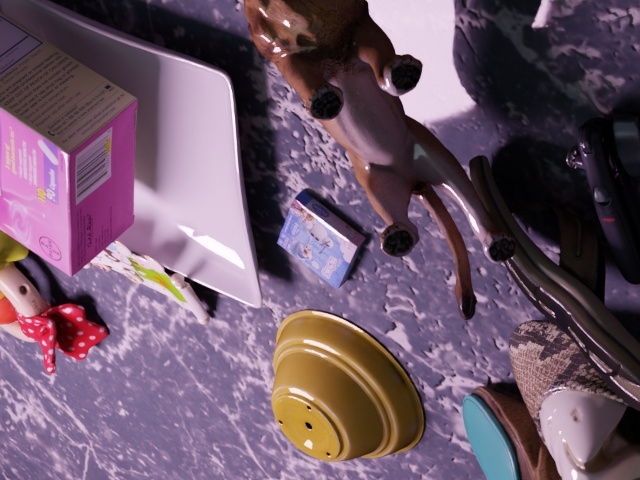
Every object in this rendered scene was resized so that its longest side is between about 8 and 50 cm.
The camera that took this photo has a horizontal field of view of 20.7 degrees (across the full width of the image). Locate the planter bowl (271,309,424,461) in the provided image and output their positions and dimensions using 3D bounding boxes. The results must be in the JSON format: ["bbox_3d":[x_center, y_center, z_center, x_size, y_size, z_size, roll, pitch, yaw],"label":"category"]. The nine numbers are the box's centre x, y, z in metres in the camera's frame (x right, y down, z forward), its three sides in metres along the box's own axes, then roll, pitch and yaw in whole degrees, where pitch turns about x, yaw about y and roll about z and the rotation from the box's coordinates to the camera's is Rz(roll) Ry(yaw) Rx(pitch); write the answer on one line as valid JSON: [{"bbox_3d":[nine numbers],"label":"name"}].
[{"bbox_3d":[0.009,0.195,2.070,0.217,0.090,0.217,28,142,24],"label":"planter bowl"}]

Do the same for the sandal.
[{"bbox_3d":[0.243,0.034,1.654,0.303,0.086,0.120,50,176,23],"label":"sandal"}]

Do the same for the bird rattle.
[{"bbox_3d":[-0.418,0.073,2.405,0.253,0.143,0.207,43,159,-18],"label":"bird rattle"}]

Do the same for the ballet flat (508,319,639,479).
[{"bbox_3d":[0.349,0.214,1.654,0.482,0.182,0.164,21,139,31],"label":"ballet flat"}]

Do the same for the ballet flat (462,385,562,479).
[{"bbox_3d":[0.250,0.252,1.811,0.342,0.124,0.116,-118,18,-64],"label":"ballet flat"}]

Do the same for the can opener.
[{"bbox_3d":[0.271,-0.035,1.591,0.073,0.059,0.186,13,133,37],"label":"can opener"}]

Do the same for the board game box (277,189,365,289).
[{"bbox_3d":[0.000,0.000,1.943,0.090,0.020,0.090,37,144,11],"label":"board game box"}]

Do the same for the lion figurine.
[{"bbox_3d":[0.041,-0.124,1.591,0.240,0.142,0.392,-122,8,-55],"label":"lion figurine"}]

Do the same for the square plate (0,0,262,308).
[{"bbox_3d":[-0.209,-0.114,2.020,0.347,0.049,0.344,23,139,29],"label":"square plate"}]

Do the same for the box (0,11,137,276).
[{"bbox_3d":[-0.339,-0.117,2.009,0.243,0.117,0.213,33,143,19],"label":"box"}]

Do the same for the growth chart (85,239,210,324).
[{"bbox_3d":[-0.239,0.033,2.178,0.237,0.021,0.172,24,164,28],"label":"growth chart"}]
